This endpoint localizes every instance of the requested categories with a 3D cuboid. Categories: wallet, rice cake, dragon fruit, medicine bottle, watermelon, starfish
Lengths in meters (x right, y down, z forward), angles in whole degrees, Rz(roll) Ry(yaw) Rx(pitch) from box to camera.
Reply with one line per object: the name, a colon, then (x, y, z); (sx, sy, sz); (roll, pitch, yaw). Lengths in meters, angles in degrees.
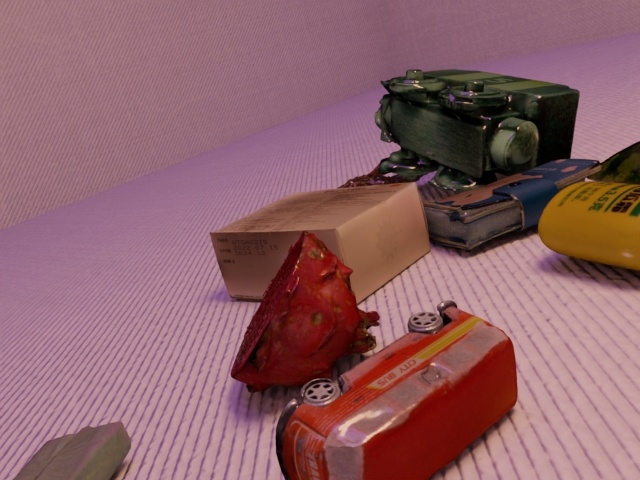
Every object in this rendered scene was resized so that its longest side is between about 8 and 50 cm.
wallet: (0.232, -0.046, 0.896); (0.202, 0.059, 0.141); (-18, 9, -13)
rice cake: (-0.213, 0.202, 0.502); (0.080, 0.042, 0.222); (-16, 16, 18)
dragon fruit: (-0.002, 0.079, 0.641); (0.111, 0.153, 0.153); (25, 15, -5)
medicine bottle: (0.323, -0.004, 0.624); (0.111, 0.076, 0.309); (-24, 18, -21)
watermelon: (0.465, -0.112, 0.910); (0.245, 0.063, 0.119); (-19, -4, 8)
starfish: (0.086, -0.078, 1.188); (0.138, 0.050, 0.247); (-1, 29, 43)

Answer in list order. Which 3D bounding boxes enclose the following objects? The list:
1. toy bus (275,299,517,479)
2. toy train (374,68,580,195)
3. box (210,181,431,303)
toy bus: (0.057, 0.113, 0.485); (0.174, 0.079, 0.077); (-27, 28, -33)
toy train: (0.223, -0.168, 1.088); (0.238, 0.167, 0.299); (-13, 26, -32)
box: (0.000, 0.000, 0.897); (0.212, 0.095, 0.168); (-1, 23, 42)
